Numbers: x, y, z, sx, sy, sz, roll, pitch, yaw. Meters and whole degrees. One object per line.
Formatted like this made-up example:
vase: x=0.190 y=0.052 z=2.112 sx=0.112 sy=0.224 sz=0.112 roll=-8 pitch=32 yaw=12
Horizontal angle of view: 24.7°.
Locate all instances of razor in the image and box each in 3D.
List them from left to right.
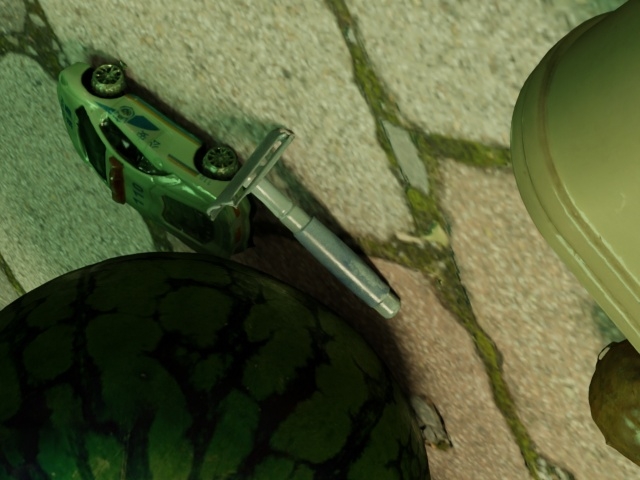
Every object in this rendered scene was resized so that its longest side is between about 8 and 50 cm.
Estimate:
razor: x=0.000 y=0.000 z=0.911 sx=0.135 sy=0.068 sz=0.040 roll=42 pitch=156 yaw=-12

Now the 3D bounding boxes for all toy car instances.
toy car: x=-0.120 y=-0.051 z=1.004 sx=0.186 sy=0.058 sz=0.093 roll=37 pitch=150 yaw=20

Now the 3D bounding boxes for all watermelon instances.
watermelon: x=-0.097 y=0.170 z=0.933 sx=0.363 sy=0.363 sz=0.363 roll=35 pitch=149 yaw=25

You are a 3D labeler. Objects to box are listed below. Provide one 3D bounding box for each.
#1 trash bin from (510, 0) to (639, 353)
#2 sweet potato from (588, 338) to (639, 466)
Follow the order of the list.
trash bin: x=0.215 y=-0.021 z=0.504 sx=0.243 sy=0.121 sz=0.247 roll=50 pitch=148 yaw=0
sweet potato: x=0.230 y=0.115 z=0.705 sx=0.233 sy=0.062 sz=0.081 roll=24 pitch=141 yaw=34
